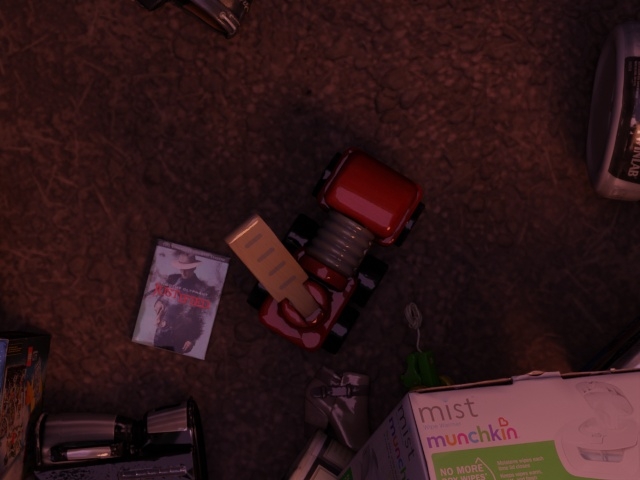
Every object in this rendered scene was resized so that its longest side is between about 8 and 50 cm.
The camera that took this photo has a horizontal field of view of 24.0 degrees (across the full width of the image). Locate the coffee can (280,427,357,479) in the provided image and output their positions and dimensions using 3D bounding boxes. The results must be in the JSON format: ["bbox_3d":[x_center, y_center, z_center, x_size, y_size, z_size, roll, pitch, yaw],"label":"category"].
[{"bbox_3d":[0.059,0.354,1.580,0.275,0.201,0.201,33,88,2],"label":"coffee can"}]

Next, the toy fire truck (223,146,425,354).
[{"bbox_3d":[0.000,0.000,1.572,0.158,0.246,0.217,32,88,1],"label":"toy fire truck"}]

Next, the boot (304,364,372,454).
[{"bbox_3d":[0.037,0.191,1.667,0.118,0.042,0.087,18,85,1],"label":"boot"}]

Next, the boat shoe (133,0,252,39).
[{"bbox_3d":[-0.188,-0.297,1.668,0.233,0.084,0.079,22,87,-2],"label":"boat shoe"}]

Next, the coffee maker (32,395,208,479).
[{"bbox_3d":[-0.213,0.262,1.640,0.178,0.120,0.171,-4,111,1],"label":"coffee maker"}]

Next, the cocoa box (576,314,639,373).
[{"bbox_3d":[0.478,0.195,1.571,0.231,0.228,0.347,-42,88,-3],"label":"cocoa box"}]

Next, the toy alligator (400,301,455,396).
[{"bbox_3d":[0.112,0.164,1.665,0.051,0.056,0.189,-20,87,40],"label":"toy alligator"}]

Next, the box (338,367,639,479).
[{"bbox_3d":[0.178,0.225,1.433,0.262,0.231,0.126,-3,64,-20],"label":"box"}]

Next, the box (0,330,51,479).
[{"bbox_3d":[-0.332,0.177,1.572,0.044,0.233,0.159,6,87,1],"label":"box"}]

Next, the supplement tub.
[{"bbox_3d":[0.455,-0.124,1.604,0.316,0.193,0.193,7,87,0],"label":"supplement tub"}]

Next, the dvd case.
[{"bbox_3d":[-0.156,0.066,1.687,0.087,0.013,0.119,15,87,1],"label":"dvd case"}]
